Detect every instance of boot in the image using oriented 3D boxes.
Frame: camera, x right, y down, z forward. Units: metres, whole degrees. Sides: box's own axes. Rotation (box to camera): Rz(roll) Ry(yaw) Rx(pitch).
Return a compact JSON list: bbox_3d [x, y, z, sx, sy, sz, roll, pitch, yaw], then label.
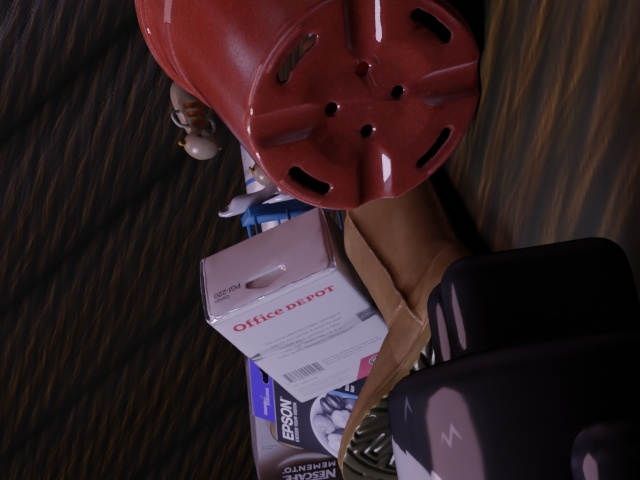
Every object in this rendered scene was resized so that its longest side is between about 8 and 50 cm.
[{"bbox_3d":[0.069,0.064,0.975,0.236,0.089,0.269,-56,26,16],"label":"boot"}]

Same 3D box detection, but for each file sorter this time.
[{"bbox_3d":[0.000,0.000,1.276,0.118,0.170,0.104,149,109,-81],"label":"file sorter"}]

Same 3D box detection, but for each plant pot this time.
[{"bbox_3d":[-0.004,-0.179,0.927,0.265,0.272,0.272,-122,24,-51],"label":"plant pot"}]

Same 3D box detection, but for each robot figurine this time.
[{"bbox_3d":[0.126,0.144,0.539,0.209,0.173,0.278,8,-112,-53],"label":"robot figurine"}]

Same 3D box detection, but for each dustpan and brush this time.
[{"bbox_3d":[-0.031,-0.083,1.299,0.147,0.211,0.060,-114,8,-62],"label":"dustpan and brush"}]

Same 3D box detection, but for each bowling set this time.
[{"bbox_3d":[-0.045,-0.176,1.427,0.200,0.287,0.154,-43,54,37],"label":"bowling set"}]

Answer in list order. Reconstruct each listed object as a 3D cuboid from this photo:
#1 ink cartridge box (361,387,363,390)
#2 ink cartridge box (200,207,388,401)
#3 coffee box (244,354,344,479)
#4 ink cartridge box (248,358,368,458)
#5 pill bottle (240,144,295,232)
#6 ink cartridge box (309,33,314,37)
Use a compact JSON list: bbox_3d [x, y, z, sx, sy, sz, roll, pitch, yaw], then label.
[{"bbox_3d":[0.091,0.273,1.262,0.104,0.060,0.180,-113,17,-63],"label":"ink cartridge box"},{"bbox_3d":[-0.013,0.077,1.177,0.218,0.158,0.092,48,-157,-49],"label":"ink cartridge box"},{"bbox_3d":[-0.031,0.258,1.694,0.119,0.168,0.297,-110,14,-55],"label":"coffee box"},{"bbox_3d":[-0.020,0.214,1.509,0.045,0.208,0.206,-50,-35,-50],"label":"ink cartridge box"},{"bbox_3d":[-0.068,-0.126,1.751,0.124,0.124,0.221,129,133,-78],"label":"pill bottle"},{"bbox_3d":[-0.007,-0.354,1.506,0.179,0.045,0.145,51,-153,-71],"label":"ink cartridge box"}]
